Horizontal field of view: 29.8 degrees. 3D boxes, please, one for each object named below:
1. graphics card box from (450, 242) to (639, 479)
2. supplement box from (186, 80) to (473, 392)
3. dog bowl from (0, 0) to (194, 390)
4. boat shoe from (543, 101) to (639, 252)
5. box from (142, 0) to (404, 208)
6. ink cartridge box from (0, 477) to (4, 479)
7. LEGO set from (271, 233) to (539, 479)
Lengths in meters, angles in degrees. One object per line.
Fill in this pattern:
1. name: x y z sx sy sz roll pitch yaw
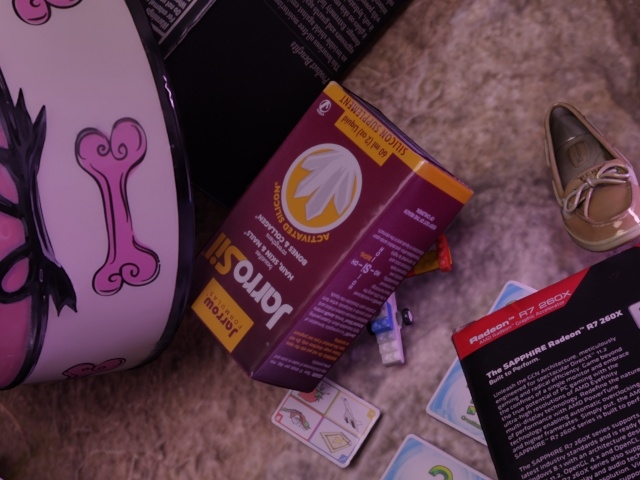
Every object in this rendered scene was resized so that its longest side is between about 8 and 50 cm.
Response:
1. graphics card box: 0.217 0.133 0.607 0.232 0.094 0.371 -26 30 9
2. supplement box: 0.000 0.000 0.839 0.188 0.081 0.104 -51 57 9
3. dog bowl: -0.264 -0.072 0.882 0.150 0.408 0.408 -22 46 -33
4. boat shoe: 0.177 -0.044 0.795 0.056 0.048 0.153 -26 25 16
5. box: -0.110 -0.239 1.001 0.294 0.183 0.296 -49 55 1
6. ink cartridge box: -0.359 0.232 0.797 0.239 0.060 0.275 31 61 9
7. LEGO set: 0.047 0.075 0.851 0.244 0.060 0.182 27 79 36
